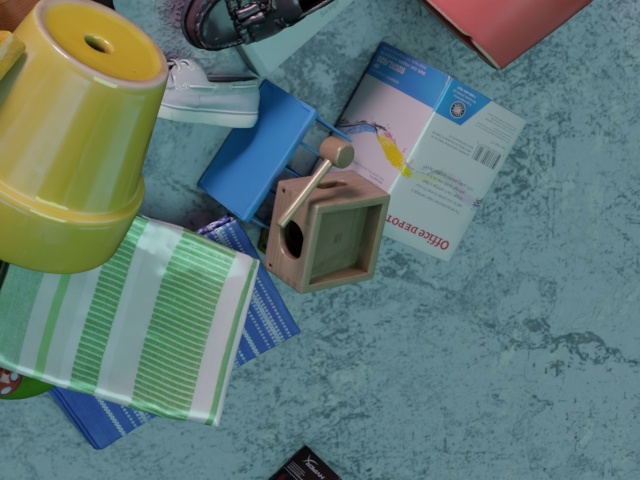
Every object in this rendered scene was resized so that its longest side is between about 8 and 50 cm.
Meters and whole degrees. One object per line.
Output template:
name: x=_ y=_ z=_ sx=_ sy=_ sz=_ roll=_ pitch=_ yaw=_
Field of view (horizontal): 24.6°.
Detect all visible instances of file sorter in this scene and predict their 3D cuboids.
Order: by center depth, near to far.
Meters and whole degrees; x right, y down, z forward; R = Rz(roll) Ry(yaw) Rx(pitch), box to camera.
file sorter: x=-0.056 y=-0.103 z=1.959 sx=0.104 sy=0.118 sz=0.170 roll=30 pitch=95 yaw=-45

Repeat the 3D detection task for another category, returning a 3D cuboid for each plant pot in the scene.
plant pot: x=-0.292 y=-0.132 z=1.647 sx=0.254 sy=0.254 sz=0.239 roll=9 pitch=127 yaw=-38
plant pot: x=0.249 y=-0.379 z=1.953 sx=0.243 sy=0.275 sz=0.275 roll=-47 pitch=131 yaw=7

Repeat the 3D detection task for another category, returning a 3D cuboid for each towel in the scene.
towel: x=-0.240 y=0.078 z=1.819 sx=0.325 sy=0.038 sz=0.248 roll=22 pitch=71 yaw=-27
towel: x=-0.212 y=0.130 z=1.979 sx=0.336 sy=0.040 sz=0.243 roll=-30 pitch=129 yaw=-4

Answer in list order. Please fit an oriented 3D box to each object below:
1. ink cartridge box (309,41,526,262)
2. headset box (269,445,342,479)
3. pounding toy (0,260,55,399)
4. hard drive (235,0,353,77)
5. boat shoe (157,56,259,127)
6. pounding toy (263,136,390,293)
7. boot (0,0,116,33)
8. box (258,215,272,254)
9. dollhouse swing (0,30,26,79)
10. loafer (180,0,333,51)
ink cartridge box: x=0.130 y=-0.121 z=2.043 sx=0.171 sy=0.168 sz=0.233 roll=24 pitch=98 yaw=-41
headset box: x=-0.053 y=0.499 z=2.274 sx=0.293 sy=0.110 sz=0.218 roll=-44 pitch=130 yaw=-9
pounding toy: x=-0.350 y=0.125 z=1.826 sx=0.237 sy=0.110 sz=0.183 roll=-1 pitch=105 yaw=-15
hard drive: x=-0.077 y=-0.382 z=1.850 sx=0.203 sy=0.040 sz=0.307 roll=-42 pitch=130 yaw=-10
boat shoe: x=-0.172 y=-0.193 z=1.864 sx=0.227 sy=0.079 sz=0.081 roll=3 pitch=102 yaw=-41
pounding toy: x=-0.009 y=-0.046 z=1.880 sx=0.181 sy=0.094 sz=0.206 roll=-11 pitch=122 yaw=-39
boot: x=-0.275 y=-0.310 z=1.739 sx=0.248 sy=0.090 sz=0.207 roll=-43 pitch=142 yaw=-11
box: x=0.000 y=0.000 z=2.087 sx=0.169 sy=0.059 sz=0.054 roll=1 pitch=111 yaw=-35
dollhouse swing: x=-0.562 y=-0.169 z=1.471 sx=0.347 sy=0.315 sz=0.305 roll=40 pitch=67 yaw=-42
loafer: x=-0.032 y=-0.325 z=1.819 sx=0.302 sy=0.095 sz=0.109 roll=-33 pitch=127 yaw=-17
